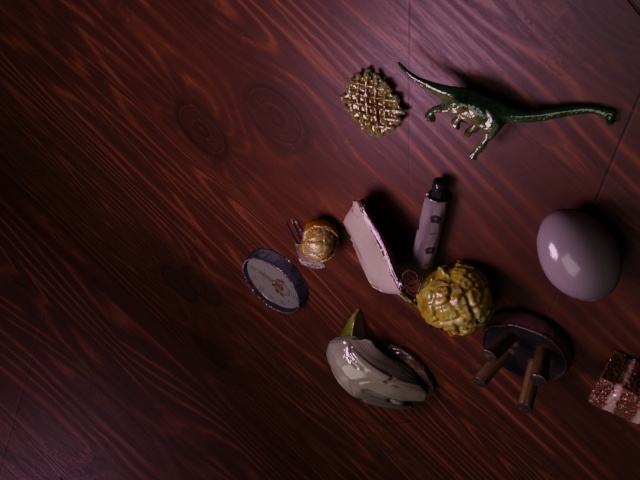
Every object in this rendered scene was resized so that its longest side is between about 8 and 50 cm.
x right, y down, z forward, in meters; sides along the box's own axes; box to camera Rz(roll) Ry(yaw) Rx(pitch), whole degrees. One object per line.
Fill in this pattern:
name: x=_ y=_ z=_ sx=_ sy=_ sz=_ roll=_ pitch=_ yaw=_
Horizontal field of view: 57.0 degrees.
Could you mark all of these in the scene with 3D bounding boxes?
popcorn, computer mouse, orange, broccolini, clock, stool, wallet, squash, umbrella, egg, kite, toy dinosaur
popcorn: x=0.403 y=0.187 z=1.766 sx=0.237 sy=0.206 sz=0.251 roll=5 pitch=142 yaw=23
computer mouse: x=0.195 y=0.519 z=2.205 sx=0.429 sy=0.145 sz=0.228 roll=35 pitch=132 yaw=-11
orange: x=0.000 y=0.000 z=2.012 sx=0.134 sy=0.156 sz=0.156 roll=-4 pitch=136 yaw=-6
broccolini: x=0.326 y=0.216 z=2.013 sx=0.254 sy=0.071 sz=0.057 roll=38 pitch=-174 yaw=19
clock: x=-0.189 y=0.172 z=2.433 sx=0.312 sy=0.061 sz=0.312 roll=26 pitch=141 yaw=23
stool: x=0.592 y=0.359 z=1.761 sx=0.272 sy=0.178 sz=0.272 roll=26 pitch=142 yaw=22
wallet: x=0.171 y=0.031 z=1.849 sx=0.335 sy=0.068 sz=0.275 roll=63 pitch=162 yaw=2
squash: x=0.153 y=0.420 z=2.311 sx=0.203 sy=0.111 sz=0.288 roll=37 pitch=142 yaw=7
umbrella: x=0.322 y=-0.045 z=1.717 sx=0.073 sy=0.067 sz=0.337 roll=18 pitch=137 yaw=14
egg: x=0.614 y=0.031 z=1.413 sx=0.232 sy=0.176 sz=0.176 roll=52 pitch=144 yaw=-7
kite: x=-0.070 y=0.018 z=2.204 sx=0.127 sy=0.016 sz=0.229 roll=-4 pitch=123 yaw=42
toy dinosaur: x=0.396 y=-0.328 z=1.347 sx=0.447 sy=0.087 sz=0.301 roll=38 pitch=145 yaw=-3

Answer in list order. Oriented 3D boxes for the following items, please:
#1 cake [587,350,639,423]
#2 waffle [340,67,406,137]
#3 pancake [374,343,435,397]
cake: x=0.837 y=0.406 z=1.611 sx=0.147 sy=0.134 sz=0.135 roll=31 pitch=145 yaw=28
waffle: x=0.141 y=-0.368 z=1.595 sx=0.183 sy=0.036 sz=0.169 roll=46 pitch=143 yaw=-3
pancake: x=0.307 y=0.506 z=2.297 sx=0.294 sy=0.049 sz=0.294 roll=24 pitch=142 yaw=21
